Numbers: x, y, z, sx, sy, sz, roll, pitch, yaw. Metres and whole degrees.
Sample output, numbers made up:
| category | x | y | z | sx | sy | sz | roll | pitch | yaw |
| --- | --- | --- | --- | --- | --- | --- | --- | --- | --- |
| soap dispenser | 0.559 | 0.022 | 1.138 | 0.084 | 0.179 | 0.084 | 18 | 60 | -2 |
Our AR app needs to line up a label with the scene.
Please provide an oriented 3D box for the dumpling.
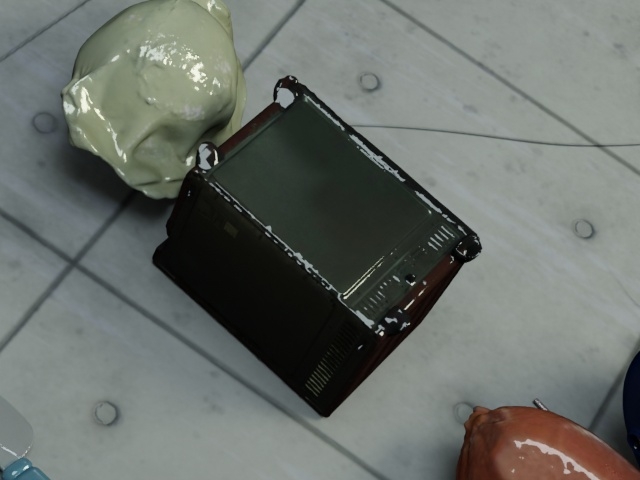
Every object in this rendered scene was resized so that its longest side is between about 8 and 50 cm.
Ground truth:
| category | x | y | z | sx | sy | sz | roll | pitch | yaw |
| --- | --- | --- | --- | --- | --- | --- | --- | --- | --- |
| dumpling | -0.145 | -0.140 | 1.697 | 0.193 | 0.147 | 0.258 | 54 | 46 | -21 |

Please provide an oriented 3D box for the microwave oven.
| category | x | y | z | sx | sy | sz | roll | pitch | yaw |
| --- | --- | --- | --- | --- | --- | --- | --- | --- | --- |
| microwave oven | -0.001 | 0.002 | 1.628 | 0.247 | 0.178 | 0.188 | 43 | 58 | 9 |

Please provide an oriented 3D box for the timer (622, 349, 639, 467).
| category | x | y | z | sx | sy | sz | roll | pitch | yaw |
| --- | --- | --- | --- | --- | --- | --- | --- | --- | --- |
| timer | 0.509 | 0.130 | 1.641 | 0.383 | 0.270 | 0.270 | -29 | 72 | -23 |

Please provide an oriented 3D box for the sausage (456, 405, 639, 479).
| category | x | y | z | sx | sy | sz | roll | pitch | yaw |
| --- | --- | --- | --- | --- | --- | --- | --- | --- | --- |
| sausage | 0.229 | 0.247 | 1.581 | 0.254 | 0.148 | 0.148 | 41 | 55 | 1 |

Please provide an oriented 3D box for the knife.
| category | x | y | z | sx | sy | sz | roll | pitch | yaw |
| --- | --- | --- | --- | --- | --- | --- | --- | --- | --- |
| knife | -0.274 | 0.179 | 1.518 | 0.058 | 0.032 | 0.244 | -31 | 69 | -29 |

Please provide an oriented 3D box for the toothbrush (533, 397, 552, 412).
| category | x | y | z | sx | sy | sz | roll | pitch | yaw |
| --- | --- | --- | --- | --- | --- | --- | --- | --- | --- |
| toothbrush | 0.245 | 0.189 | 1.700 | 0.097 | 0.008 | 0.006 | 44 | 42 | 11 |
